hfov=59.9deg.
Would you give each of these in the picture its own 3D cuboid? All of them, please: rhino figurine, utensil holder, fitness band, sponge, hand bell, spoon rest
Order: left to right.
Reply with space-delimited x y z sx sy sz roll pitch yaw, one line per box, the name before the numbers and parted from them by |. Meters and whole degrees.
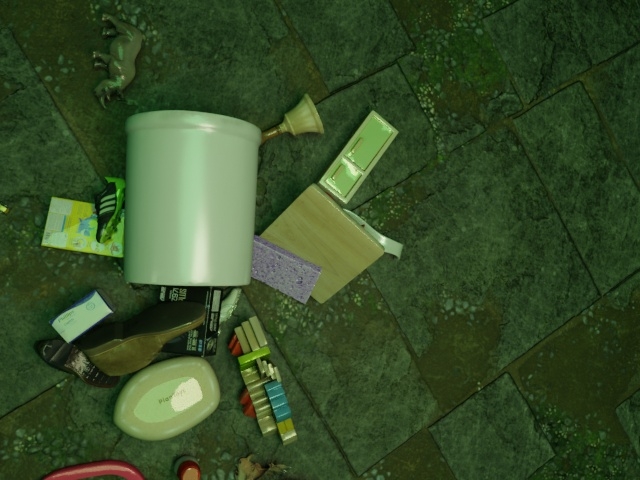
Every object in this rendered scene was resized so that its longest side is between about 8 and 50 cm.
fitness band | -0.578 0.662 1.381 0.291 0.054 0.208 -5 85 -16
rhino figurine | -0.534 -0.461 1.447 0.107 0.073 0.243 12 85 -11
utensil holder | -0.316 -0.088 1.356 0.328 0.328 0.384 3 87 -15
hand bell | -0.124 -0.304 1.549 0.242 0.126 0.126 -26 94 -2
sponge | -0.110 0.077 1.495 0.210 0.031 0.117 26 122 0
spoon rest | 0.117 -0.006 1.591 0.277 0.084 0.137 16 82 -15

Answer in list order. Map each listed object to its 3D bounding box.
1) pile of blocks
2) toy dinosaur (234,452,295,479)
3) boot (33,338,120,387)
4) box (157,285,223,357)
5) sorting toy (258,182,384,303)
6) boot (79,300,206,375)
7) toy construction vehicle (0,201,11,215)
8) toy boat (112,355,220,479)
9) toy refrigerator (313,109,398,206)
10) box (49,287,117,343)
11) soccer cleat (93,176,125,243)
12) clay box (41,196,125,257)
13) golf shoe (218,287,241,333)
pile of blocks | -0.164 0.385 1.457 0.113 0.149 0.361 -20 92 -16
toy dinosaur | -0.082 0.682 1.480 0.296 0.127 0.200 13 76 -20
boot | -0.608 0.300 1.388 0.219 0.106 0.082 45 59 -37
box | -0.340 0.200 1.424 0.148 0.077 0.179 5 84 15
sorting toy | 0.000 0.000 1.492 0.257 0.089 0.255 42 121 -9
boot | -0.415 0.238 1.360 0.306 0.112 0.115 -19 119 0
toy construction vehicle | -0.830 -0.075 1.361 0.098 0.035 0.085 34 79 -11
toy boat | -0.374 0.464 1.412 0.268 0.148 0.317 -15 83 -21
toy refrigerator | 0.101 -0.234 1.595 0.102 0.094 0.269 39 78 -10
box | -0.577 0.182 1.362 0.126 0.137 0.072 -37 97 -14
soccer cleat | -0.534 -0.077 1.383 0.073 0.060 0.178 13 68 -4
clay box | -0.577 -0.028 1.418 0.222 0.053 0.127 11 81 -15
golf shoe | -0.281 0.190 1.482 0.086 0.069 0.176 34 78 -5
